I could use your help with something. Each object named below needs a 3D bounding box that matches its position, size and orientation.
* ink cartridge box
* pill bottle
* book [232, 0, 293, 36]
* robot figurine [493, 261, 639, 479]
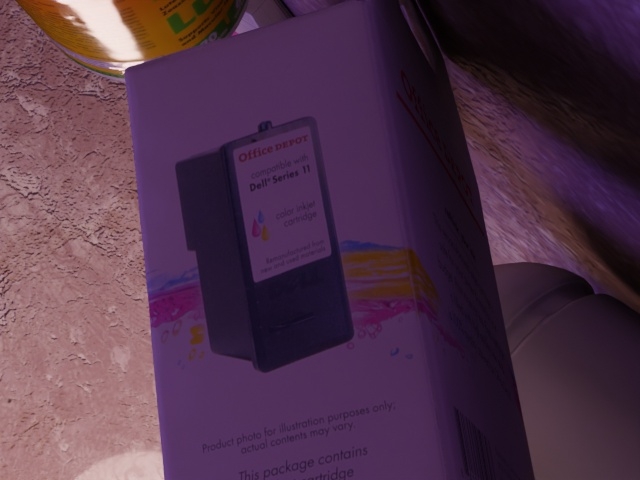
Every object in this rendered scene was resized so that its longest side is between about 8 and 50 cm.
[{"bbox_3d":[0.012,0.038,0.689,0.207,0.119,0.353,49,-151,-61],"label":"ink cartridge box"},{"bbox_3d":[-0.118,-0.179,0.812,0.136,0.136,0.245,42,177,10],"label":"pill bottle"},{"bbox_3d":[-0.038,-0.145,1.141,0.096,0.035,0.144,33,170,42],"label":"book"},{"bbox_3d":[0.166,0.145,0.921,0.353,0.199,0.300,34,-150,27],"label":"robot figurine"}]
